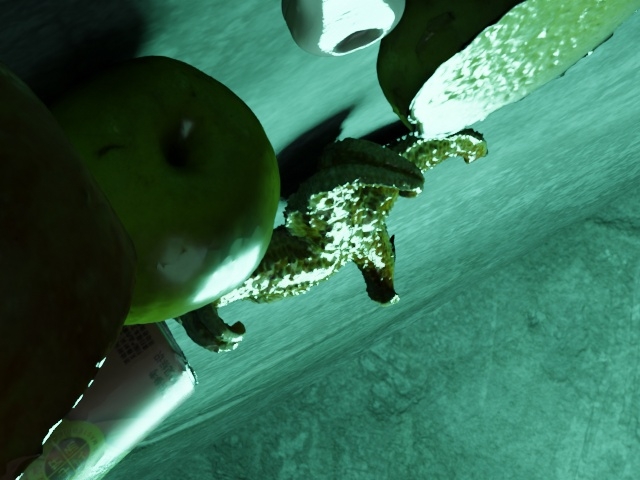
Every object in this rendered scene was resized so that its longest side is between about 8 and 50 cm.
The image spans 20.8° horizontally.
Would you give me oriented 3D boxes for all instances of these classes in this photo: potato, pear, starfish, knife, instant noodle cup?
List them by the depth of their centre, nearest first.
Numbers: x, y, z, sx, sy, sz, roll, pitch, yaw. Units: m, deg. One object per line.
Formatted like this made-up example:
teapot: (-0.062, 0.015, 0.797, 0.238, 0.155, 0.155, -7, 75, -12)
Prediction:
knife: (-0.020, -0.161, 0.865, 0.081, 0.043, 0.336, -23, 164, 7)
pear: (-0.099, -0.023, 0.976, 0.148, 0.149, 0.162, -21, 165, -33)
instant noodle cup: (-0.224, 0.099, 1.096, 0.255, 0.244, 0.244, -35, 171, -11)
potato: (0.120, -0.152, 1.108, 0.200, 0.081, 0.164, -32, 161, 4)
starfish: (0.000, 0.004, 1.478, 0.312, 0.113, 0.303, -34, 168, 16)

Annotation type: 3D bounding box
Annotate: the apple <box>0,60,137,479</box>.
apple: (-0.215, -0.006, 0.618, 0.251, 0.163, 0.293, -44, -145, -13)
